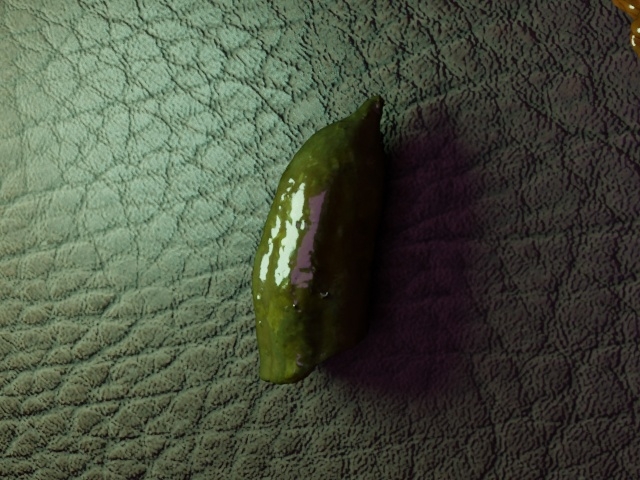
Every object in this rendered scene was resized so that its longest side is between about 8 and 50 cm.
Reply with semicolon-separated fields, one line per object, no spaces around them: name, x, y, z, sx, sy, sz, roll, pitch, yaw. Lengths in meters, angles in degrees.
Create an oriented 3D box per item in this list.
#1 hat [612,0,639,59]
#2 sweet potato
hat;0.399;-0.301;1.432;0.285;0.285;0.400;-58;46;20
sweet potato;0.000;0.000;1.672;0.158;0.158;0.369;12;103;23
